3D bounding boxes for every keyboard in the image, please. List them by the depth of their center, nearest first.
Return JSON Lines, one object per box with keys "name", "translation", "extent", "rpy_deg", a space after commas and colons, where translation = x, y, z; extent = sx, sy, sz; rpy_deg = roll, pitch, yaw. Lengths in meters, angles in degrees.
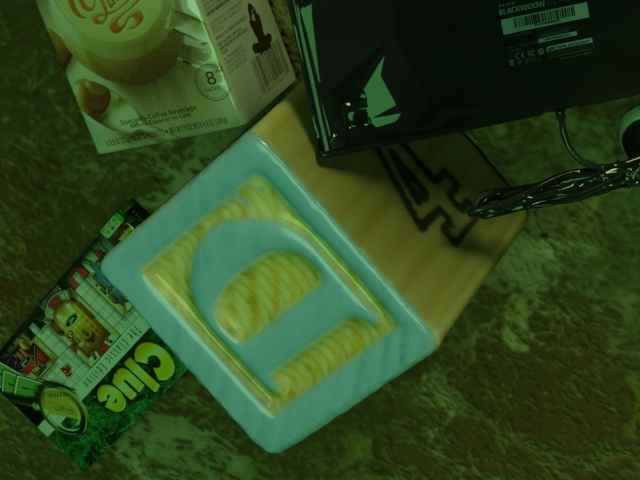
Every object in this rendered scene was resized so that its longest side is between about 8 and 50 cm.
{"name": "keyboard", "translation": [0.150, -0.107, 1.076], "extent": [0.317, 0.033, 0.201], "rpy_deg": [-11, 105, 2]}

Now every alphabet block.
{"name": "alphabet block", "translation": [0.000, 0.000, 1.196], "extent": [0.192, 0.197, 0.193], "rpy_deg": [-36, 97, 36]}

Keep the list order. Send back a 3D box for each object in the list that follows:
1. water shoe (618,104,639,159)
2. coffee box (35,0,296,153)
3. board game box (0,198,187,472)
{"name": "water shoe", "translation": [0.274, -0.007, 1.123], "extent": [0.203, 0.080, 0.073], "rpy_deg": [49, 127, -5]}
{"name": "coffee box", "translation": [-0.133, -0.201, 1.213], "extent": [0.141, 0.098, 0.246], "rpy_deg": [-10, 112, 31]}
{"name": "board game box", "translation": [-0.186, 0.089, 1.448], "extent": [0.136, 0.030, 0.259], "rpy_deg": [42, 127, -2]}
